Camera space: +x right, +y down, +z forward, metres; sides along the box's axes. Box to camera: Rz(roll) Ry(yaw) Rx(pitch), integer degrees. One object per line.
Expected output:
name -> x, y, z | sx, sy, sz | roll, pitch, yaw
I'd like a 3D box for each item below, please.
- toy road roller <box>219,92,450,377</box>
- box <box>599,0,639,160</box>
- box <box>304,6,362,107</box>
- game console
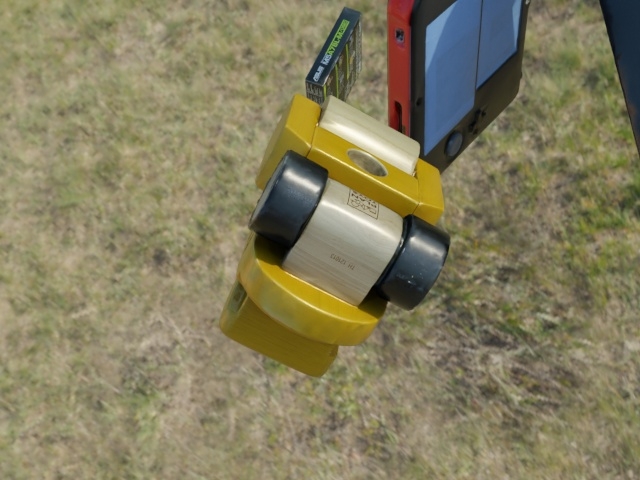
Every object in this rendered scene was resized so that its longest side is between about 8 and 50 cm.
toy road roller -> 0.000, 0.000, 1.041 | 0.241, 0.202, 0.329 | -58, 10, 28
box -> 0.604, -0.334, 1.111 | 0.297, 0.471, 0.480 | -32, 62, 55
box -> 0.028, -0.319, 1.730 | 0.045, 0.191, 0.184 | 23, 69, 12
game console -> 0.220, -0.292, 1.340 | 0.060, 0.386, 0.342 | 32, 56, 30
